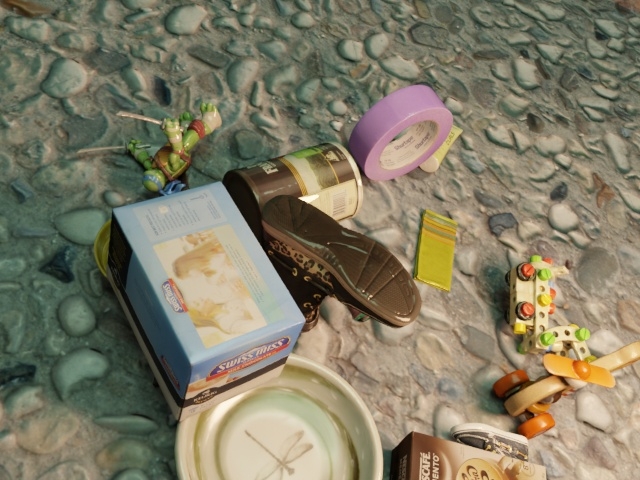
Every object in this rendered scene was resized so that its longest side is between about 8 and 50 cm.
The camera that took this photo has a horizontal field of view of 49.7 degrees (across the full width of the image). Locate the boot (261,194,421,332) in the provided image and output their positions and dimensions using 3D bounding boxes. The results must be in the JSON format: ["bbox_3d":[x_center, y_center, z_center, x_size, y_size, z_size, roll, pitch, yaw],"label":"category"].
[{"bbox_3d":[0.010,0.102,1.467,0.377,0.284,0.138,33,49,7],"label":"boot"}]

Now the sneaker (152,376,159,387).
[{"bbox_3d":[-0.299,0.211,1.397,0.130,0.087,0.228,-20,69,-39],"label":"sneaker"}]

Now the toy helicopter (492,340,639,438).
[{"bbox_3d":[0.569,0.294,1.524,0.354,0.235,0.140,-20,62,-12],"label":"toy helicopter"}]

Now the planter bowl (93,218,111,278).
[{"bbox_3d":[-0.378,0.044,1.491,0.217,0.090,0.217,11,52,-14],"label":"planter bowl"}]

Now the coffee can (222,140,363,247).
[{"bbox_3d":[-0.067,-0.105,1.640,0.275,0.202,0.202,-21,64,-28],"label":"coffee can"}]

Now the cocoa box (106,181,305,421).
[{"bbox_3d":[-0.226,0.105,1.289,0.231,0.228,0.347,-18,61,-30],"label":"cocoa box"}]

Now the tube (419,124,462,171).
[{"bbox_3d":[0.351,-0.291,2.045,0.070,0.062,0.240,61,39,-24],"label":"tube"}]

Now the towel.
[{"bbox_3d":[0.305,0.023,1.811,0.102,0.021,0.237,19,50,-5],"label":"towel"}]

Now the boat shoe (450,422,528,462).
[{"bbox_3d":[0.367,0.450,1.482,0.183,0.065,0.083,15,50,-10],"label":"boat shoe"}]

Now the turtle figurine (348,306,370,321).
[{"bbox_3d":[0.055,0.075,1.610,0.175,0.118,0.234,-1,58,-57],"label":"turtle figurine"}]

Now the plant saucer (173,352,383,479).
[{"bbox_3d":[-0.083,0.411,1.320,0.400,0.101,0.401,11,51,-14],"label":"plant saucer"}]

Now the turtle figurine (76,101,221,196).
[{"bbox_3d":[-0.380,-0.258,1.652,0.274,0.198,0.266,34,46,2],"label":"turtle figurine"}]

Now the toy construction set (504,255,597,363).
[{"bbox_3d":[0.564,0.164,1.717,0.214,0.151,0.328,13,51,-11],"label":"toy construction set"}]

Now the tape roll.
[{"bbox_3d":[0.214,-0.282,1.841,0.274,0.275,0.090,-18,62,-30],"label":"tape roll"}]

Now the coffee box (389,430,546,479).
[{"bbox_3d":[0.291,0.510,1.373,0.297,0.119,0.168,17,51,-8],"label":"coffee box"}]
